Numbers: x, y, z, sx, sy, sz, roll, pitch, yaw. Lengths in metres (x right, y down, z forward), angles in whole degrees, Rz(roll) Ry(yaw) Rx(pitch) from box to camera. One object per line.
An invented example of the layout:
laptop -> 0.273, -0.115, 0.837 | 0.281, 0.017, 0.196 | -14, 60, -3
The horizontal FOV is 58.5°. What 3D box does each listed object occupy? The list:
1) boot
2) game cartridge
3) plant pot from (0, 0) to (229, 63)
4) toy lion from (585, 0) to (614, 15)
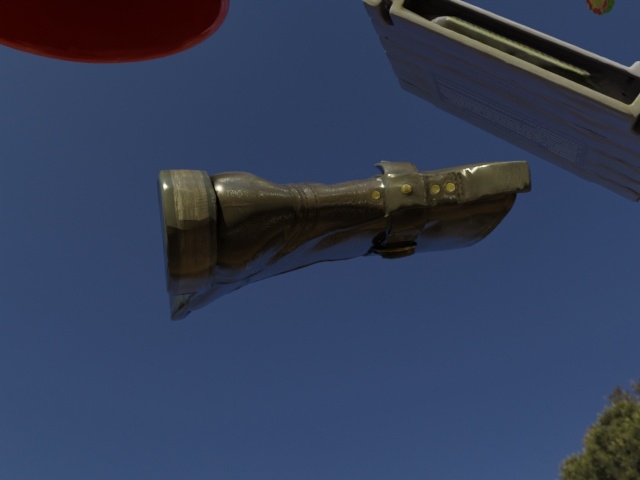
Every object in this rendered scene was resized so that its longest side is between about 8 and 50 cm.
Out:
boot -> 0.000, 0.000, 0.429 | 0.228, 0.263, 0.091 | -6, -96, -15
game cartridge -> 0.229, -0.176, 0.667 | 0.355, 0.230, 0.068 | 34, -85, 23
plant pot -> -0.231, -0.339, 0.549 | 0.274, 0.275, 0.243 | -6, -96, -1
toy lion -> 0.508, -0.470, 1.053 | 0.034, 0.100, 0.096 | -23, -26, 0
